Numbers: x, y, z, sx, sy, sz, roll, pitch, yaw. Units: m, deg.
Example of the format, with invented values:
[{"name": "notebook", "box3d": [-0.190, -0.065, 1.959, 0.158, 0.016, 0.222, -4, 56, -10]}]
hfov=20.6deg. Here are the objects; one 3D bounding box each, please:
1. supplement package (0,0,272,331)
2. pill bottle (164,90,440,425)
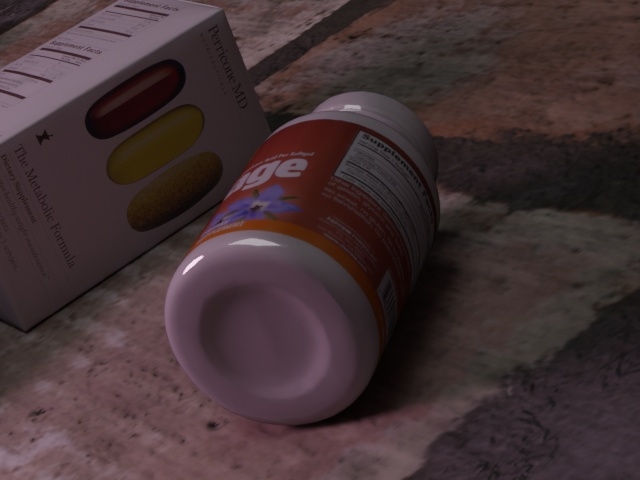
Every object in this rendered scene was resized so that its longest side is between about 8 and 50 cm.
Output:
[{"name": "supplement package", "box3d": [-0.176, -0.066, 1.308, 0.244, 0.139, 0.134, -36, 31, -24]}, {"name": "pill bottle", "box3d": [0.000, 0.000, 1.019, 0.121, 0.121, 0.216, -13, 25, 25]}]
